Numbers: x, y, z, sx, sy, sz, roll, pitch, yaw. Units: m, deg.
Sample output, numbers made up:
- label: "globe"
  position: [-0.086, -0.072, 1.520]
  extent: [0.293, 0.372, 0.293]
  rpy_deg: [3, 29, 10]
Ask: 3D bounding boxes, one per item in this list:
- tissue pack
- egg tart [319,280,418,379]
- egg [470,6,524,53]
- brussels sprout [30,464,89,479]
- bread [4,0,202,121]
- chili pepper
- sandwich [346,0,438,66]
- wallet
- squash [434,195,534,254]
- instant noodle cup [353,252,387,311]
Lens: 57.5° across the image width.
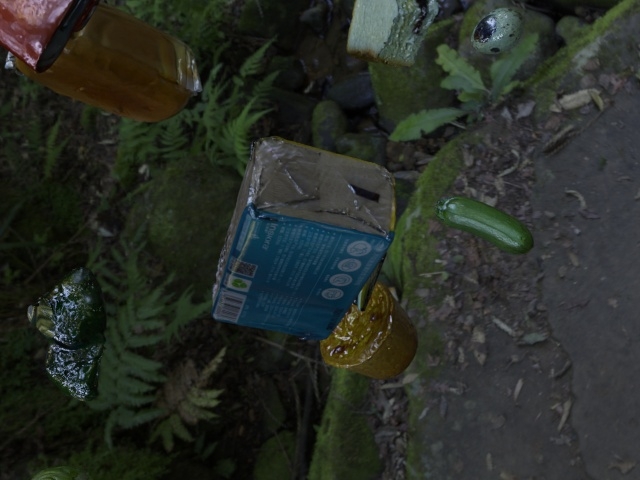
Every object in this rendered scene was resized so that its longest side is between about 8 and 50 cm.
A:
- label: "tissue pack"
  position: [-0.032, 0.008, 0.788]
  extent: [0.271, 0.192, 0.134]
  rpy_deg: [119, 158, -50]
- label: "egg tart"
  position: [0.115, 0.201, 1.232]
  extent: [0.202, 0.147, 0.203]
  rpy_deg: [-33, 37, 29]
- label: "egg"
  position: [0.361, -0.426, 1.190]
  extent: [0.110, 0.085, 0.085]
  rpy_deg: [-20, 81, 10]
- label: "brussels sprout"
  position: [-0.403, 0.393, 0.860]
  extent: [0.100, 0.139, 0.181]
  rpy_deg: [31, 141, -1]
- label: "bread"
  position: [-0.303, -0.253, 0.839]
  extent: [0.136, 0.241, 0.107]
  rpy_deg: [-20, 65, 40]
- label: "chili pepper"
  position: [-0.492, 0.188, 1.142]
  extent: [0.148, 0.116, 0.265]
  rpy_deg: [21, 108, 44]
- label: "sandwich"
  position: [0.056, -0.187, 0.446]
  extent: [0.093, 0.035, 0.105]
  rpy_deg: [-139, 55, -64]
- label: "wallet"
  position: [-0.334, -0.291, 0.609]
  extent: [0.204, 0.045, 0.142]
  rpy_deg: [37, 97, 0]
- label: "squash"
  position: [0.347, -0.036, 1.230]
  extent: [0.219, 0.068, 0.077]
  rpy_deg: [23, 102, 8]
- label: "instant noodle cup"
  position: [0.000, 0.000, 1.071]
  extent: [0.236, 0.215, 0.216]
  rpy_deg: [15, 102, 10]
